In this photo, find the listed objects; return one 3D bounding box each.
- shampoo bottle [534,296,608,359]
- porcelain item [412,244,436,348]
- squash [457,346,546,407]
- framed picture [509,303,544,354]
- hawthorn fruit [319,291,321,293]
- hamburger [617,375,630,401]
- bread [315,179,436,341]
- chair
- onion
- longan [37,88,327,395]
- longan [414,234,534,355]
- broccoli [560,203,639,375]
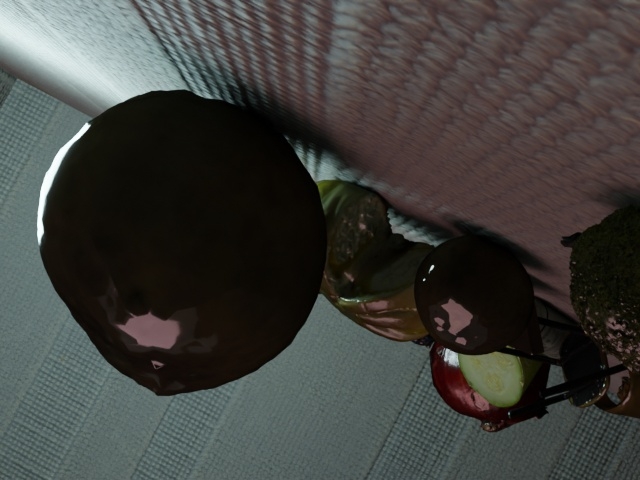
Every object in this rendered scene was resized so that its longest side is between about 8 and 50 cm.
[{"bbox_3d":[0.471,0.193,1.393,0.262,0.085,0.085,30,177,-33],"label":"shampoo bottle"},{"bbox_3d":[0.228,0.121,1.418,0.137,0.186,0.288,24,177,3],"label":"porcelain item"},{"bbox_3d":[0.380,0.269,1.557,0.189,0.261,0.189,22,-155,-10],"label":"squash"},{"bbox_3d":[0.318,0.115,1.183,0.023,0.128,0.168,-12,-177,-8],"label":"framed picture"},{"bbox_3d":[0.000,0.000,1.614,0.207,0.208,0.243,28,-157,2],"label":"hawthorn fruit"},{"bbox_3d":[0.807,0.390,1.625,0.231,0.107,0.231,35,180,0],"label":"hamburger"},{"bbox_3d":[0.071,0.045,1.195,0.333,0.160,0.333,39,166,12],"label":"bread"},{"bbox_3d":[0.459,0.232,1.232,0.246,0.173,0.159,-1,152,-9],"label":"chair"},{"bbox_3d":[0.438,0.323,1.831,0.341,0.341,0.341,28,177,1],"label":"onion"},{"bbox_3d":[-0.187,-0.003,0.998,0.403,0.404,0.436,27,154,12],"label":"longan"},{"bbox_3d":[0.216,0.075,0.992,0.167,0.167,0.187,26,164,27],"label":"longan"},{"bbox_3d":[0.246,0.036,0.514,0.120,0.130,0.131,-16,167,-28],"label":"broccoli"}]
